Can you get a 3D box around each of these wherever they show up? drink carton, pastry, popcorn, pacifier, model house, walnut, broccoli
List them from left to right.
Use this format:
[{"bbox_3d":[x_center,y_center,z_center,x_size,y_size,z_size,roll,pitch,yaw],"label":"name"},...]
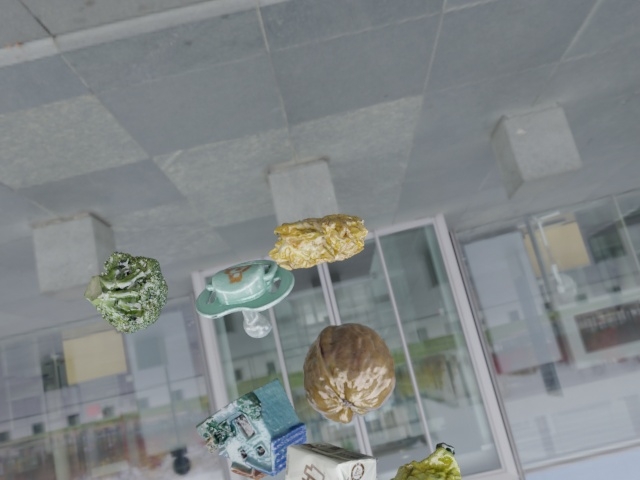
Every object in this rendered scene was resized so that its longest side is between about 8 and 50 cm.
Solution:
[{"bbox_3d":[-0.350,0.095,1.120,0.162,0.145,0.138,2,171,40],"label":"broccoli"},{"bbox_3d":[-0.236,0.202,2.080,0.344,0.269,0.288,-7,-149,15],"label":"pacifier"},{"bbox_3d":[-0.187,0.640,1.925,0.295,0.329,0.252,-37,171,26],"label":"model house"},{"bbox_3d":[0.000,0.000,1.317,0.154,0.102,0.250,-9,-179,30],"label":"pastry"},{"bbox_3d":[0.014,0.647,1.418,0.132,0.324,0.194,10,170,-40],"label":"drink carton"},{"bbox_3d":[0.094,0.424,2.057,0.306,0.343,0.306,0,125,0],"label":"walnut"},{"bbox_3d":[0.331,0.825,1.907,0.293,0.292,0.237,-15,-162,9],"label":"popcorn"}]
